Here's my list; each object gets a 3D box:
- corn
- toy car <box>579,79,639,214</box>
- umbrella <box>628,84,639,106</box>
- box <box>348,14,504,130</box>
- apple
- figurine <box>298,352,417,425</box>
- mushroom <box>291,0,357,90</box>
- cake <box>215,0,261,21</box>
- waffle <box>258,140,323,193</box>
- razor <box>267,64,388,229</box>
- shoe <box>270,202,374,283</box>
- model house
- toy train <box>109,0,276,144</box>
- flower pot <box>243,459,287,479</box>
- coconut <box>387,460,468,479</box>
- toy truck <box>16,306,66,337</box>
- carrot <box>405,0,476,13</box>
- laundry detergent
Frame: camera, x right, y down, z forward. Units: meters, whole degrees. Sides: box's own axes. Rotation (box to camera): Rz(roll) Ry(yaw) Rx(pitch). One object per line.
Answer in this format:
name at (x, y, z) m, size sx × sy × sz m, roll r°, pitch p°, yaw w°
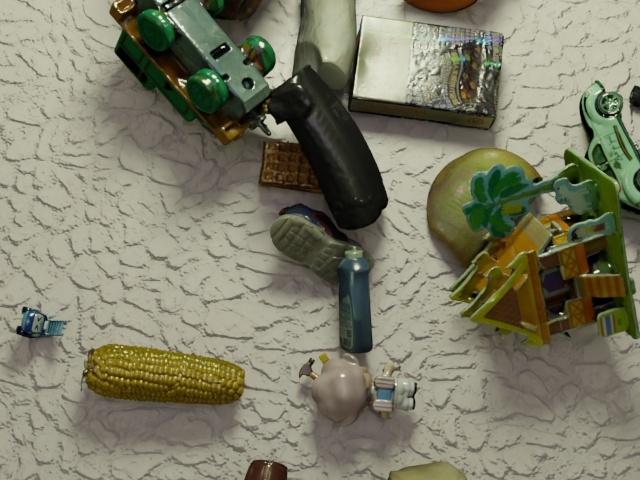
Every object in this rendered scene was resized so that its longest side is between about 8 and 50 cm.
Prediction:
corn at (-0.296, 0.259, 1.712) m, size 0.305 × 0.106 × 0.106 m, roll 6°, pitch 75°, yaw -2°
toy car at (0.607, -0.178, 1.863) m, size 0.125 × 0.136 × 0.305 m, roll -28°, pitch 77°, yaw 12°
umbrella at (0.761, -0.290, 1.939) m, size 0.188 × 0.050 × 0.046 m, roll 16°, pitch 97°, yaw 1°
box at (0.223, -0.357, 1.908) m, size 0.310 × 0.084 × 0.198 m, roll 8°, pitch 75°, yaw -1°
apple at (0.321, -0.096, 1.834) m, size 0.193 × 0.120 × 0.265 m, roll 37°, pitch 74°, yaw 16°
figurine at (0.071, 0.289, 1.720) m, size 0.229 × 0.112 × 0.137 m, roll 7°, pitch 98°, yaw -3°
mushroom at (0.025, -0.505, 1.893) m, size 0.126 × 0.177 × 0.396 m, roll 11°, pitch 72°, yaw -17°
cake at (-0.225, -0.622, 1.845) m, size 0.332 × 0.332 × 0.321 m, roll 35°, pitch 107°, yaw 6°
waffle at (-0.050, -0.152, 1.862) m, size 0.148 × 0.042 × 0.102 m, roll 6°, pitch 74°, yaw -2°
razor at (0.023, -0.181, 1.762) m, size 0.107 × 0.189 × 0.326 m, roll -26°, pitch 102°, yaw 22°
shoe at (0.000, -0.001, 1.812) m, size 0.228 × 0.125 × 0.099 m, roll 30°, pitch 112°, yaw -19°
model house at (0.395, 0.035, 1.677) m, size 0.313 × 0.242 × 0.357 m, roll -18°, pitch 116°, yaw -4°
toy train at (-0.259, -0.356, 1.806) m, size 0.429 × 0.249 × 0.178 m, roll 49°, pitch 58°, yaw -4°
flower pot at (-0.106, 0.460, 1.678) m, size 0.111 × 0.111 × 0.089 m, roll 9°, pitch 61°, yaw -1°
coconut at (0.192, 0.502, 1.630) m, size 0.224 × 0.224 × 0.224 m, roll 1°, pitch 76°, yaw -3°
toy truck at (-0.534, 0.164, 1.738) m, size 0.090 × 0.073 × 0.056 m, roll 9°, pitch 76°, yaw 0°
carrot at (0.321, -0.652, 1.929) m, size 0.214 × 0.193 × 0.331 m, roll 14°, pitch 67°, yaw 39°
laundry detergent at (0.066, 0.111, 1.741) m, size 0.061 × 0.096 × 0.206 m, roll -4°, pitch 100°, yaw -9°
